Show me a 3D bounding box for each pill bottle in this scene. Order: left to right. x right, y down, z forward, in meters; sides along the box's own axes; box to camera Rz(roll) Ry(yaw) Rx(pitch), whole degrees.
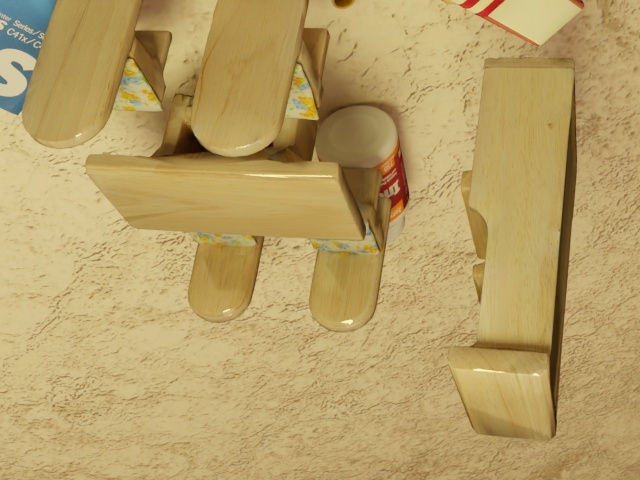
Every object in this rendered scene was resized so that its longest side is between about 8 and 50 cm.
[{"bbox_3d":[0.049,-0.063,1.139,0.086,0.086,0.152,-16,141,2],"label":"pill bottle"}]

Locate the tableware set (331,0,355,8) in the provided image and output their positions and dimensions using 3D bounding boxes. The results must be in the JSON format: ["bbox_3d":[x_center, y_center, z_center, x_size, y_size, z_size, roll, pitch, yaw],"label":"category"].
[{"bbox_3d":[-0.028,-0.246,0.943,0.154,0.024,0.104,17,132,-34],"label":"tableware set"}]

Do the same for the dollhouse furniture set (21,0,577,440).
[{"bbox_3d":[0.000,0.000,0.884,0.394,0.256,0.362,3,156,15],"label":"dollhouse furniture set"}]

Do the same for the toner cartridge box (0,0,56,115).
[{"bbox_3d":[-0.341,-0.235,0.818,0.348,0.075,0.165,23,127,-37],"label":"toner cartridge box"}]

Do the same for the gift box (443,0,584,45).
[{"bbox_3d":[0.111,-0.310,0.741,0.258,0.276,0.255,-42,147,25],"label":"gift box"}]
